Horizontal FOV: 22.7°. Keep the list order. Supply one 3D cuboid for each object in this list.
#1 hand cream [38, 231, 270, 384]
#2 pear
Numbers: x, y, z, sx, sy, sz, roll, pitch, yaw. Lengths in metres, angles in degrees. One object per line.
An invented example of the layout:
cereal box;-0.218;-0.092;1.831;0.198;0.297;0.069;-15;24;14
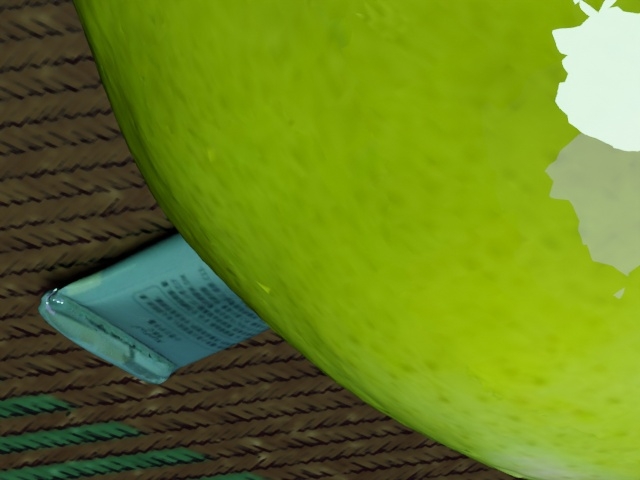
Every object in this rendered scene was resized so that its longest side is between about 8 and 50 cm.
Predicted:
hand cream;0.000;0.000;0.682;0.256;0.055;0.088;-27;142;24
pear;0.082;-0.052;0.456;0.284;0.285;0.336;-21;111;15
